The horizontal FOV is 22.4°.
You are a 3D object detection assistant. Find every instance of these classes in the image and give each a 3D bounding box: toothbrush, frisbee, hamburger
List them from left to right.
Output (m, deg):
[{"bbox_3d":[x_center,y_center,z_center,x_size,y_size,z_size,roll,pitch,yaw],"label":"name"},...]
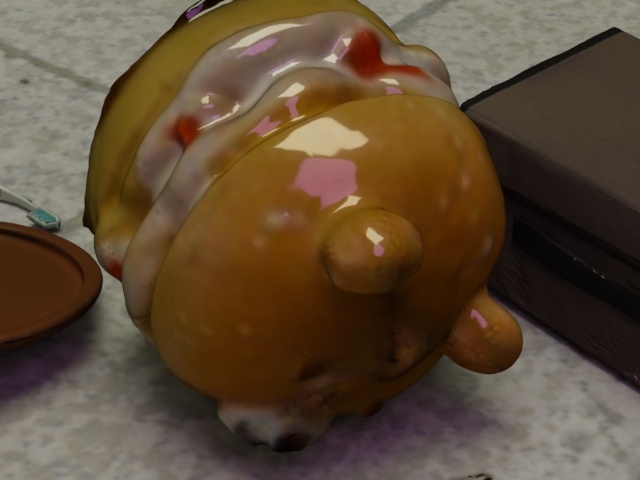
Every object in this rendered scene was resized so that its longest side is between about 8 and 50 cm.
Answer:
[{"bbox_3d":[-0.279,0.031,1.134,0.250,0.021,0.251,3,19,-1],"label":"frisbee"},{"bbox_3d":[-0.280,-0.050,1.308,0.204,0.017,0.022,28,23,34],"label":"toothbrush"},{"bbox_3d":[0.000,0.000,1.028,0.276,0.276,0.237,-18,50,-25],"label":"hamburger"}]

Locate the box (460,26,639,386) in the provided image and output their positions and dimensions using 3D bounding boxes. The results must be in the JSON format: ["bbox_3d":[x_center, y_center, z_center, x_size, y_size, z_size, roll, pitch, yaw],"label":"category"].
[{"bbox_3d":[0.241,-0.013,1.133,0.188,0.153,0.252,-28,43,-33],"label":"box"}]
